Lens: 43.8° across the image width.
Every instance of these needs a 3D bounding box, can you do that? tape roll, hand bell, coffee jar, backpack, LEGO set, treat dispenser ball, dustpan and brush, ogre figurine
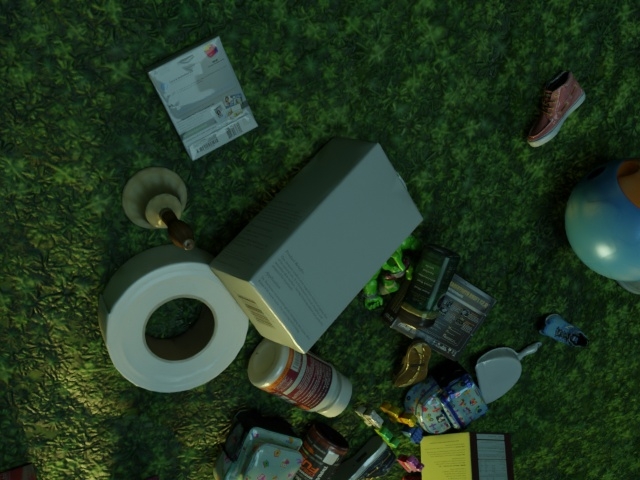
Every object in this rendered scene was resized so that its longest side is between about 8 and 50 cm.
[{"bbox_3d":[-0.290,0.154,1.570,0.286,0.100,0.286,-10,116,-21],"label":"tape roll"},{"bbox_3d":[-0.268,-0.036,1.413,0.126,0.242,0.126,-10,116,-21],"label":"hand bell"},{"bbox_3d":[0.235,0.103,1.735,0.096,0.079,0.184,-2,114,-66],"label":"coffee jar"},{"bbox_3d":[0.301,0.400,1.949,0.173,0.117,0.158,-30,120,-7],"label":"backpack"},{"bbox_3d":[0.197,0.458,1.911,0.227,0.093,0.087,50,63,-19],"label":"LEGO set"},{"bbox_3d":[0.717,-0.048,1.848,0.288,0.288,0.288,-10,115,-21],"label":"treat dispenser ball"},{"bbox_3d":[-0.142,0.495,1.766,0.166,0.144,0.188,24,103,-37],"label":"backpack"},{"bbox_3d":[0.488,0.318,2.044,0.211,0.060,0.147,-22,121,-8],"label":"dustpan and brush"},{"bbox_3d":[0.159,0.051,1.742,0.197,0.097,0.118,-28,133,1],"label":"ogre figurine"}]

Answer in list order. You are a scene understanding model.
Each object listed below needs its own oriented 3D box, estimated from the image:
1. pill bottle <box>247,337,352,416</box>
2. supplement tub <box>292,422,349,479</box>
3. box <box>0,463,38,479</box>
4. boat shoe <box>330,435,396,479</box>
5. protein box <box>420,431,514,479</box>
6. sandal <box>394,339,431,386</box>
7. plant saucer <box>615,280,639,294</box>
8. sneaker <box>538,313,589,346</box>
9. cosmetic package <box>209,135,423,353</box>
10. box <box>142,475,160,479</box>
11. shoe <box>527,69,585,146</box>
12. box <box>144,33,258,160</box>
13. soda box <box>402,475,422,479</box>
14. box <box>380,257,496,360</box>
[{"bbox_3d":[-0.041,0.301,1.739,0.221,0.121,0.121,34,94,-32],"label":"pill bottle"},{"bbox_3d":[-0.023,0.534,1.858,0.106,0.106,0.198,27,98,-32],"label":"supplement tub"},{"bbox_3d":[-0.589,0.585,1.496,0.154,0.300,0.142,-13,118,-19],"label":"box"},{"bbox_3d":[0.106,0.569,1.957,0.183,0.065,0.083,-39,118,-8],"label":"boat shoe"},{"bbox_3d":[0.361,0.582,1.960,0.136,0.200,0.201,10,70,-28],"label":"protein box"},{"bbox_3d":[0.219,0.287,1.885,0.072,0.049,0.180,1,134,-11],"label":"sandal"},{"bbox_3d":[0.932,-0.025,2.073,0.400,0.100,0.400,-10,116,-22],"label":"plant saucer"},{"bbox_3d":[0.637,0.238,2.061,0.162,0.073,0.063,16,104,-30],"label":"sneaker"},{"bbox_3d":[0.000,0.000,1.553,0.385,0.156,0.217,-47,124,-22],"label":"cosmetic package"},{"bbox_3d":[-0.360,0.675,1.695,0.117,0.213,0.243,-14,118,-20],"label":"box"},{"bbox_3d":[0.514,-0.297,1.780,0.178,0.063,0.081,-47,122,-7],"label":"shoe"},{"bbox_3d":[-0.216,-0.261,1.460,0.145,0.038,0.186,-31,122,-11],"label":"box"},{"bbox_3d":[0.333,0.679,2.103,0.263,0.083,0.092,8,109,-29],"label":"soda box"},{"bbox_3d":[0.279,0.160,1.868,0.231,0.056,0.183,29,96,-32],"label":"box"}]
